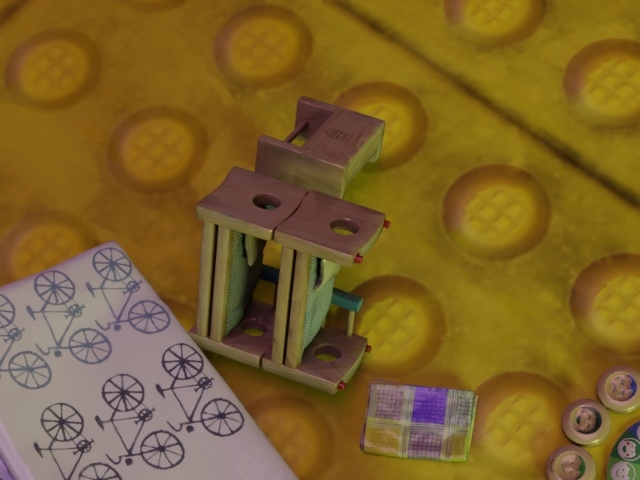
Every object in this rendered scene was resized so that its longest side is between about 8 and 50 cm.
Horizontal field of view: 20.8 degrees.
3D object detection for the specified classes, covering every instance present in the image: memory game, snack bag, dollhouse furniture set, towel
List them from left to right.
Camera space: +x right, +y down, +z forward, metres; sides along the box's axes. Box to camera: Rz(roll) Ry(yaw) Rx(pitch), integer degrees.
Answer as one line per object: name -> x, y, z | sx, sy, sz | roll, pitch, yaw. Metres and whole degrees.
snack bag -> -0.204, 0.172, 1.210 | 0.342, 0.037, 0.323 | -23, 60, -28
dollhouse furniture set -> 0.000, 0.000, 1.337 | 0.129, 0.129, 0.184 | 19, 37, 17
towel -> 0.072, 0.134, 1.298 | 0.083, 0.009, 0.060 | 7, 62, 11
memory game -> 0.255, 0.169, 1.254 | 0.186, 0.012, 0.186 | -3, 61, 6
